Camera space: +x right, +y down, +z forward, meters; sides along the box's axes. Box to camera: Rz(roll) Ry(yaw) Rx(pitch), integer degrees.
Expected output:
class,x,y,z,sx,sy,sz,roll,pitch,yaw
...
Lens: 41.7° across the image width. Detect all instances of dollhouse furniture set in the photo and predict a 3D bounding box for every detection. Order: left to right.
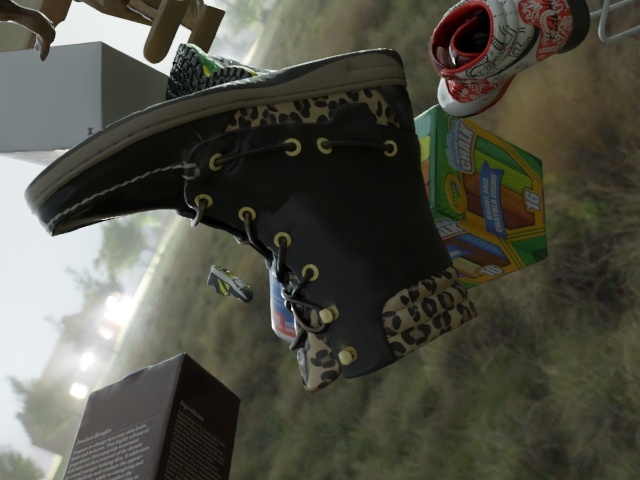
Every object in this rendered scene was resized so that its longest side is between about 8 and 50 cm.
class,x,y,z,sx,sy,sz,roll,pitch,yaw
dollhouse furniture set,-0.471,-0.450,1.686,0.256,0.362,0.394,-63,-21,16

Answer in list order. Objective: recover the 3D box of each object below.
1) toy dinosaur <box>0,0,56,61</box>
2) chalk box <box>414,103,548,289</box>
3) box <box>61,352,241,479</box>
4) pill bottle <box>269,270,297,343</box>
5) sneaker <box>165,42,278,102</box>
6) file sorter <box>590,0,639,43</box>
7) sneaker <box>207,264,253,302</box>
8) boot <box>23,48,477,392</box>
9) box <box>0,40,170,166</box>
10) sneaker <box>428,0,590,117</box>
class,x,y,z,sx,sy,sz,roll,pitch,yaw
toy dinosaur,-0.335,-0.267,0.736,0.200,0.296,0.127,19,-74,-56
chalk box,0.171,-0.067,1.249,0.179,0.289,0.180,-29,49,48
box,-0.235,0.351,1.073,0.191,0.143,0.381,-25,38,26
pill bottle,0.000,0.000,0.965,0.124,0.124,0.221,-101,8,-72
sneaker,-0.127,-0.205,1.257,0.343,0.146,0.134,32,113,49
file sorter,0.418,-0.341,1.047,0.278,0.193,0.173,40,143,40
sneaker,-0.131,0.069,1.223,0.031,0.083,0.035,2,-59,-56
boot,-0.046,0.002,0.778,0.377,0.284,0.138,-21,-1,-21
box,-0.385,-0.214,1.477,0.345,0.215,0.168,10,-101,-74
sneaker,0.173,-0.215,0.992,0.270,0.145,0.090,-27,75,63
